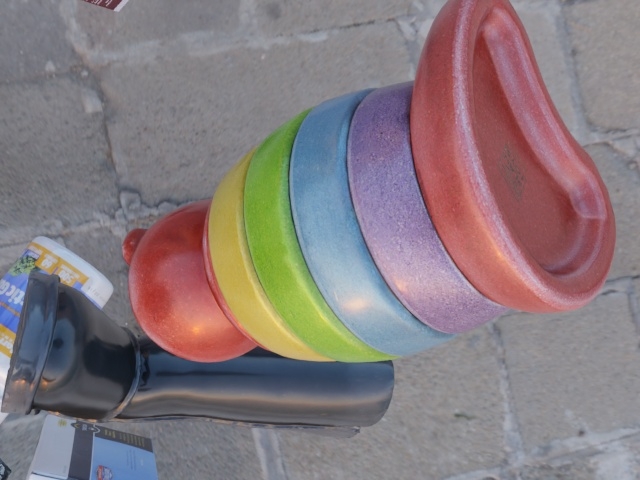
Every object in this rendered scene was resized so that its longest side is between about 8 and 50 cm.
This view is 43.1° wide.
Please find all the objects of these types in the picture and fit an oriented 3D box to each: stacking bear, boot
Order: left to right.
[{"bbox_3d":[-0.121,0.157,0.942,0.446,0.367,0.146,12,75,-15],"label":"boot"},{"bbox_3d":[0.000,0.000,0.493,0.175,0.289,0.164,56,37,-19],"label":"stacking bear"}]

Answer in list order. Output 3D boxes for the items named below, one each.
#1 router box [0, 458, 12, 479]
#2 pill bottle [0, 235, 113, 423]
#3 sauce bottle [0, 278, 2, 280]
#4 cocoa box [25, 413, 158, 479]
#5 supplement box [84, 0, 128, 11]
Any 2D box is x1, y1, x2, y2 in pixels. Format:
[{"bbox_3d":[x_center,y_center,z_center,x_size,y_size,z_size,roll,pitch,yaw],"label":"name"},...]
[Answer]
[{"bbox_3d":[-0.317,0.225,0.643,0.123,0.092,0.038,-25,116,10],"label":"router box"},{"bbox_3d":[-0.459,0.141,1.254,0.152,0.152,0.272,36,72,-8],"label":"pill bottle"},{"bbox_3d":[-0.654,0.102,1.626,0.042,0.128,0.042,8,108,24],"label":"sauce bottle"},{"bbox_3d":[-0.445,0.501,1.518,0.228,0.347,0.231,18,89,-15],"label":"cocoa box"},{"bbox_3d":[-0.403,-0.449,1.242,0.239,0.073,0.130,1,60,-53],"label":"supplement box"}]
